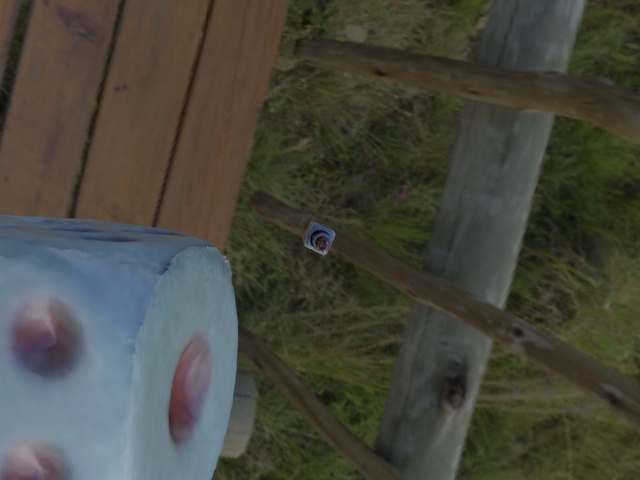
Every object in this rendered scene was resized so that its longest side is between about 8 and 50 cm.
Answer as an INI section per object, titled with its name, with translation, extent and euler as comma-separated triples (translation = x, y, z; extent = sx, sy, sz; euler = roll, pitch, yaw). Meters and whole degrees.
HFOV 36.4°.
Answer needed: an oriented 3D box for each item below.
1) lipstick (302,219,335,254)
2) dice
[lipstick]
translation = 0.000, 0.000, 0.939
extent = 0.025, 0.107, 0.025
euler = 25, 95, -6
[dice]
translation = -0.235, 0.119, 0.874
extent = 0.262, 0.264, 0.268
euler = 6, 95, 14
